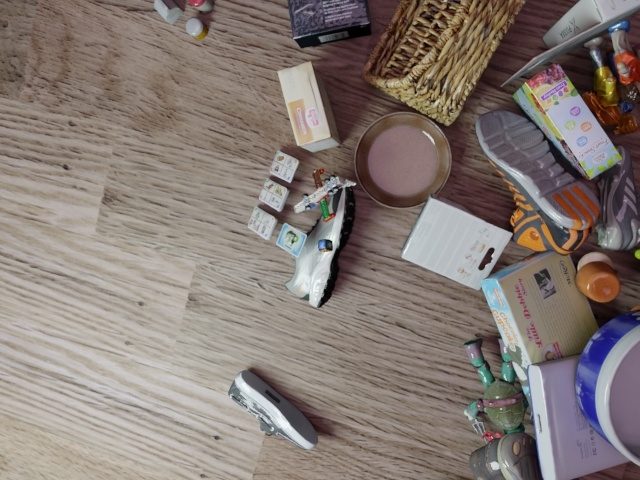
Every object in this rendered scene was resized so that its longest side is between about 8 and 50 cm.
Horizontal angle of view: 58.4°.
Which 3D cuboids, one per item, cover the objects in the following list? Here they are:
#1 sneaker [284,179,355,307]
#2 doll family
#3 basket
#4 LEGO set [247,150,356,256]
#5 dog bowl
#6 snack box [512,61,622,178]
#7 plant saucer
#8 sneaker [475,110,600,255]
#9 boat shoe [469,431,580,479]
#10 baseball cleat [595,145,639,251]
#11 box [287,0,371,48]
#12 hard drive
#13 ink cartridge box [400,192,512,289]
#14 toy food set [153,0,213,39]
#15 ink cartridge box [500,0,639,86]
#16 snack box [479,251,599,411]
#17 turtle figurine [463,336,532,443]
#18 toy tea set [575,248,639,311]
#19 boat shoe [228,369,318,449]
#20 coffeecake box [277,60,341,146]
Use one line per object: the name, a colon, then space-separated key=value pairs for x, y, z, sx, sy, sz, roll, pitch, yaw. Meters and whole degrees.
sneaker: x=0.000 y=0.000 z=1.195 sx=0.108 sy=0.100 sz=0.272 roll=20 pitch=96 yaw=15
doll family: x=0.552 y=-0.281 z=1.058 sx=0.118 sy=0.263 sz=0.163 roll=-14 pitch=83 yaw=43
basket: x=0.228 y=-0.399 z=1.070 sx=0.223 sy=0.213 sz=0.299 roll=32 pitch=98 yaw=4
LEGO set: x=-0.036 y=-0.065 z=1.175 sx=0.244 sy=0.060 sz=0.182 roll=29 pitch=100 yaw=44
dog bowl: x=0.589 y=0.255 z=0.988 sx=0.264 sy=0.104 sz=0.265 roll=0 pitch=95 yaw=-4
snack box: x=0.454 y=-0.217 z=1.073 sx=0.070 sy=0.174 sz=0.207 roll=-33 pitch=90 yaw=13
plant saucer: x=0.170 y=-0.165 z=1.187 sx=0.198 sy=0.036 sz=0.199 roll=1 pitch=95 yaw=8
sneaker: x=0.391 y=-0.098 z=1.120 sx=0.124 sy=0.180 sz=0.321 roll=-18 pitch=57 yaw=-10
boat shoe: x=0.425 y=0.502 z=1.145 sx=0.130 sy=0.132 sz=0.355 roll=-23 pitch=117 yaw=41
baseball cleat: x=0.601 y=-0.081 z=1.127 sx=0.109 sy=0.072 sz=0.206 roll=3 pitch=100 yaw=-6
box: x=0.015 y=-0.488 z=1.154 sx=0.156 sy=0.093 sz=0.158 roll=-8 pitch=94 yaw=9
hard drive: x=0.542 y=0.315 z=1.085 sx=0.318 sy=0.040 sz=0.210 roll=-6 pitch=87 yaw=-21
ink cartridge box: x=0.275 y=0.002 z=1.171 sx=0.179 sy=0.045 sz=0.145 roll=23 pitch=112 yaw=-3
toy food set: x=-0.319 y=-0.535 z=1.191 sx=0.111 sy=0.104 sz=0.232 roll=-41 pitch=88 yaw=9
ink cartridge box: x=0.443 y=-0.373 z=1.011 sx=0.239 sy=0.275 sz=0.060 roll=-25 pitch=92 yaw=8
snack box: x=0.455 y=0.189 z=1.123 sx=0.187 sy=0.060 sz=0.322 roll=-22 pitch=91 yaw=-22
turtle figurine: x=0.375 y=0.314 z=1.163 sx=0.175 sy=0.118 sz=0.234 roll=-14 pitch=87 yaw=9
toy tea set: x=0.658 y=0.114 z=1.100 sx=0.336 sy=0.124 sz=0.200 roll=38 pitch=106 yaw=2
boat shoe: x=-0.110 y=0.385 z=1.251 sx=0.228 sy=0.080 sz=0.076 roll=39 pitch=105 yaw=4
coffeecake box: x=-0.017 y=-0.256 z=1.130 sx=0.068 sy=0.185 sz=0.142 roll=-14 pitch=92 yaw=9
